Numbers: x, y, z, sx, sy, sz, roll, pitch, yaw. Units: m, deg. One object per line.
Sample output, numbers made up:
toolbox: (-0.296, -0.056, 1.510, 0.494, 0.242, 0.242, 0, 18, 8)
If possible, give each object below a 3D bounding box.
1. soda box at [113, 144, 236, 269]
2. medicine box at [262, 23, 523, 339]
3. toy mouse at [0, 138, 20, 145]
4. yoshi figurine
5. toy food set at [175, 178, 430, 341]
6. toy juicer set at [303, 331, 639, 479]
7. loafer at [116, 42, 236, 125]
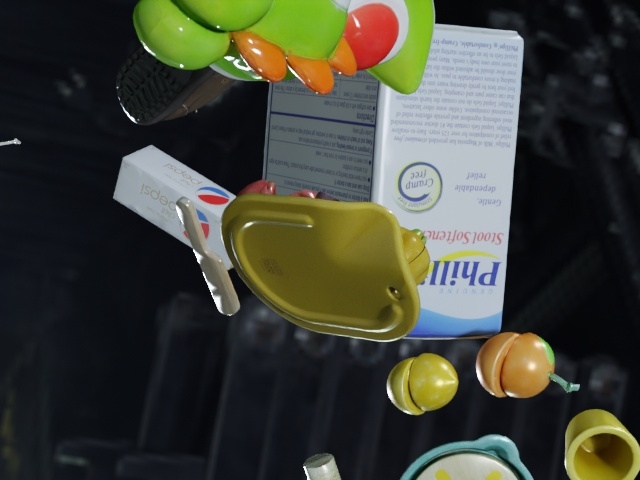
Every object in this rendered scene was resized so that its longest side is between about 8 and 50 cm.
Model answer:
soda box: (-0.184, -0.048, 2.550, 0.216, 0.069, 0.074, 31, -56, 22)
medicine box: (0.060, -0.066, 1.768, 0.263, 0.149, 0.289, -164, -103, -64)
toy mouse: (-0.322, -0.064, 1.446, 0.143, 0.161, 0.031, 10, -72, 37)
yoshi figurine: (-0.029, -0.209, 1.183, 0.203, 0.362, 0.203, 19, -70, 20)
toy food set: (0.000, 0.000, 1.324, 0.218, 0.128, 0.071, 7, -137, 43)
toy juicer set: (0.109, 0.215, 1.658, 0.329, 0.209, 0.089, -36, -164, 11)
loafer: (-0.120, -0.288, 2.449, 0.366, 0.130, 0.133, -33, -103, 29)
